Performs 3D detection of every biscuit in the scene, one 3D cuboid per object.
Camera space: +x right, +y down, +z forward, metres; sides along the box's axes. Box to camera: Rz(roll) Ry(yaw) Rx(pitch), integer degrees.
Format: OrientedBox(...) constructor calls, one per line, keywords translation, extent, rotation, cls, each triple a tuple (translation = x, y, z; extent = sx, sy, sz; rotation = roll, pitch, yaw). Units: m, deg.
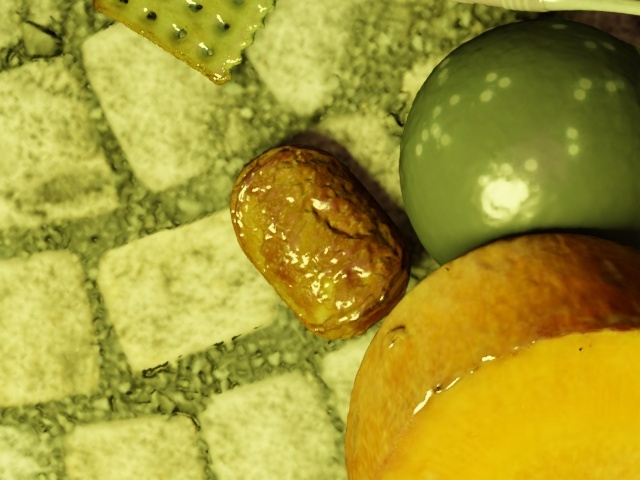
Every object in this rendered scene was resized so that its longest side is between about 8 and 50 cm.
OrientedBox(translation=(-0.067, -0.223, 0.973), extent=(0.144, 0.016, 0.203), rotation=(35, 97, 21), cls="biscuit")

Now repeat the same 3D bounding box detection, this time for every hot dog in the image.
OrientedBox(translation=(-0.002, 0.001, 0.955), extent=(0.099, 0.065, 0.147), rotation=(-44, 73, 8), cls="hot dog")

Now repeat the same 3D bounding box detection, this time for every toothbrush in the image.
OrientedBox(translation=(0.111, -0.157, 0.863), extent=(0.354, 0.029, 0.024), rotation=(18, 122, 39), cls="toothbrush")

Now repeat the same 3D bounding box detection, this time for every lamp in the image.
OrientedBox(translation=(0.205, -0.064, 0.868), extent=(0.314, 0.182, 0.182), rotation=(-13, 89, 1), cls="lamp")

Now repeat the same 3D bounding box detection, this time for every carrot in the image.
OrientedBox(translation=(0.143, 0.146, 0.828), extent=(0.258, 0.100, 0.307), rotation=(1, 121, 1), cls="carrot")
